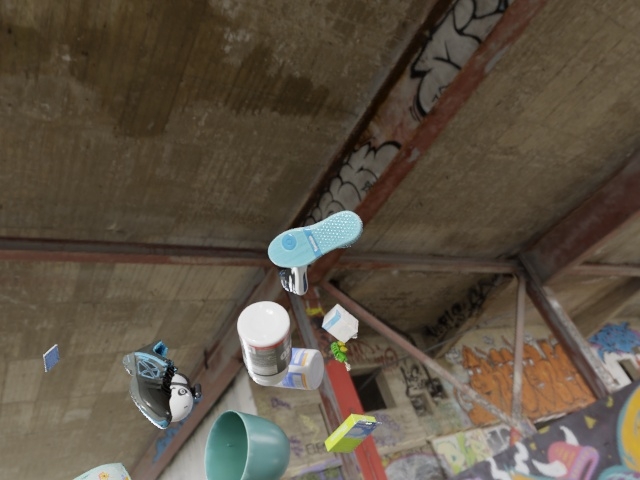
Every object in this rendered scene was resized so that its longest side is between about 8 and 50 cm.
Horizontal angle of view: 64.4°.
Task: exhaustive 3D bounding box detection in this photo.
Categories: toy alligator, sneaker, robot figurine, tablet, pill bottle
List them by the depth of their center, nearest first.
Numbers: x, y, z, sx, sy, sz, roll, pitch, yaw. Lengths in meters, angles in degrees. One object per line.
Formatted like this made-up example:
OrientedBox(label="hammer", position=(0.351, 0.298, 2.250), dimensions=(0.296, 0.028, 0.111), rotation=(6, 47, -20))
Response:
OrientedBox(label="tablet", position=(-0.840, 0.367, 1.587), dimensions=(0.006, 0.054, 0.083), rotation=(23, -52, 9))
OrientedBox(label="sneaker", position=(-0.517, 0.436, 1.593), dimensions=(0.139, 0.341, 0.125), rotation=(-32, -49, -13))
OrientedBox(label="pill bottle", position=(-0.173, 0.341, 1.640), dimensions=(0.161, 0.161, 0.283), rotation=(-14, -41, -12))
OrientedBox(label="sneaker", position=(0.000, 0.000, 1.661), dimensions=(0.319, 0.127, 0.208), rotation=(-18, -2, 14))
OrientedBox(label="pill bottle", position=(-0.137, 0.495, 1.989), dimensions=(0.272, 0.152, 0.152), rotation=(-1, -26, 24))
OrientedBox(label="sneaker", position=(-0.114, 0.105, 2.031), dimensions=(0.121, 0.217, 0.079), rotation=(5, 5, 40))
OrientedBox(label="toy alligator", position=(0.077, 0.464, 2.075), dimensions=(0.051, 0.190, 0.056), rotation=(19, -72, -18))
OrientedBox(label="robot figurine", position=(-0.676, 0.712, 2.342), dimensions=(0.209, 0.278, 0.173), rotation=(-46, -72, -6))

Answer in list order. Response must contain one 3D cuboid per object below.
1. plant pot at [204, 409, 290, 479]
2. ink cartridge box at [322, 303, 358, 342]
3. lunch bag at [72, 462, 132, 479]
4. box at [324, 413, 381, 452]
OrientedBox(label="plant pot", position=(-0.256, 0.797, 1.906), dimensions=(0.235, 0.293, 0.293), rotation=(20, -51, -37))
OrientedBox(label="ink cartridge box", position=(0.094, 0.366, 2.196), dimensions=(0.143, 0.092, 0.090), rotation=(41, -67, -10))
OrientedBox(label="lunch bag", position=(-0.670, 0.816, 1.513), dimensions=(0.262, 0.223, 0.160), rotation=(-20, -49, -33))
OrientedBox(label="box", position=(0.108, 0.638, 1.691), dimensions=(0.109, 0.042, 0.178), rotation=(21, -62, -35))
